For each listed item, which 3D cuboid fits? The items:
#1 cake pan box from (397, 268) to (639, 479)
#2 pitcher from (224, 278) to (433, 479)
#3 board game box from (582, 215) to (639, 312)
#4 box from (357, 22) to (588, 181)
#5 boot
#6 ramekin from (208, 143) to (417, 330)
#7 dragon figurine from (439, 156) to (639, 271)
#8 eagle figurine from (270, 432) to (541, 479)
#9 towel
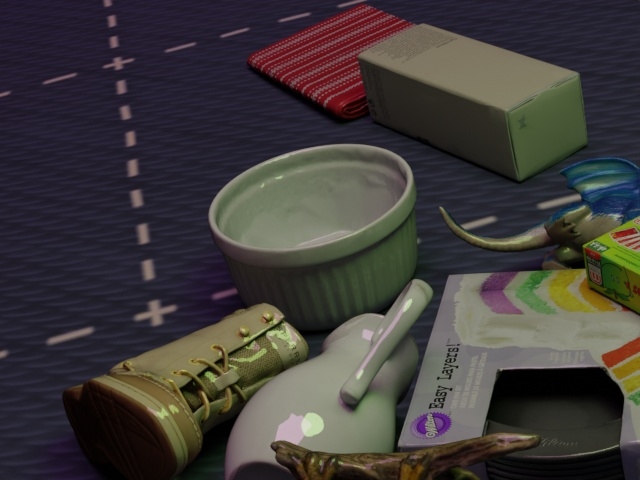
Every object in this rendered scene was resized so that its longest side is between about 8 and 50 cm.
[{"bbox_3d":[0.205,0.117,1.244,0.245,0.070,0.267,-4,30,20],"label":"cake pan box"},{"bbox_3d":[0.016,0.131,1.196,0.125,0.178,0.207,33,39,5],"label":"pitcher"},{"bbox_3d":[0.311,0.033,1.235,0.092,0.043,0.181,-26,31,-22],"label":"board game box"},{"bbox_3d":[0.169,-0.163,1.712,0.113,0.094,0.275,-28,33,-23],"label":"box"},{"bbox_3d":[-0.096,0.124,1.274,0.203,0.095,0.262,-23,3,-22],"label":"boot"},{"bbox_3d":[0.000,0.000,1.486,0.207,0.109,0.207,-10,29,6],"label":"ramekin"},{"bbox_3d":[0.270,-0.023,1.438,0.289,0.085,0.144,0,32,21],"label":"dragon figurine"},{"bbox_3d":[0.015,0.274,0.980,0.226,0.225,0.298,-39,38,52],"label":"eagle figurine"},{"bbox_3d":[0.044,-0.235,1.953,0.199,0.031,0.275,-26,30,-18],"label":"towel"}]
